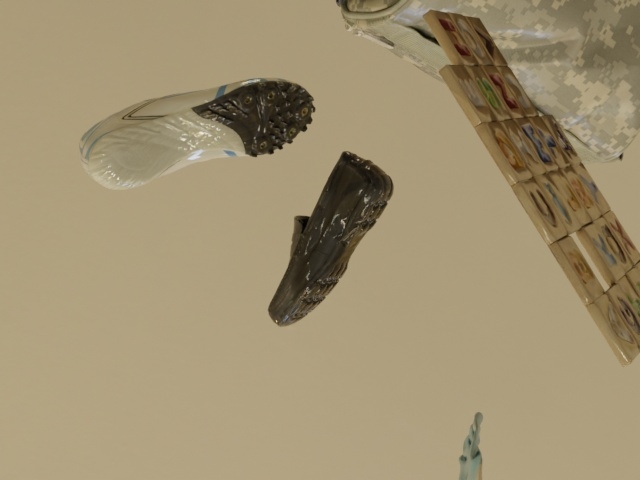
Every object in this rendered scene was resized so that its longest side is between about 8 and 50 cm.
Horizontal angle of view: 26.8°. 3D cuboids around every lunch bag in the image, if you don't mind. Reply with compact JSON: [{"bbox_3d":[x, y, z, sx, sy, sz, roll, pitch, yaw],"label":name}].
[{"bbox_3d":[0.177,-0.232,1.164,0.305,0.212,0.256,29,-112,-28],"label":"lunch bag"}]

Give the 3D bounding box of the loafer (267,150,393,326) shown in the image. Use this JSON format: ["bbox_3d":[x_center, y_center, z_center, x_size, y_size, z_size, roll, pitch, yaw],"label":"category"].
[{"bbox_3d":[0.000,0.000,1.554,0.223,0.078,0.076,-58,-20,17],"label":"loafer"}]

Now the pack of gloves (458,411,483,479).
[{"bbox_3d":[0.137,0.300,1.411,0.232,0.046,0.195,-70,-14,-70],"label":"pack of gloves"}]

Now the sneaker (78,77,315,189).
[{"bbox_3d":[-0.122,-0.114,1.316,0.237,0.086,0.085,-16,-57,-15],"label":"sneaker"}]

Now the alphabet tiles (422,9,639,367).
[{"bbox_3d":[0.144,-0.042,0.843,0.237,0.009,0.198,59,-158,5],"label":"alphabet tiles"}]
